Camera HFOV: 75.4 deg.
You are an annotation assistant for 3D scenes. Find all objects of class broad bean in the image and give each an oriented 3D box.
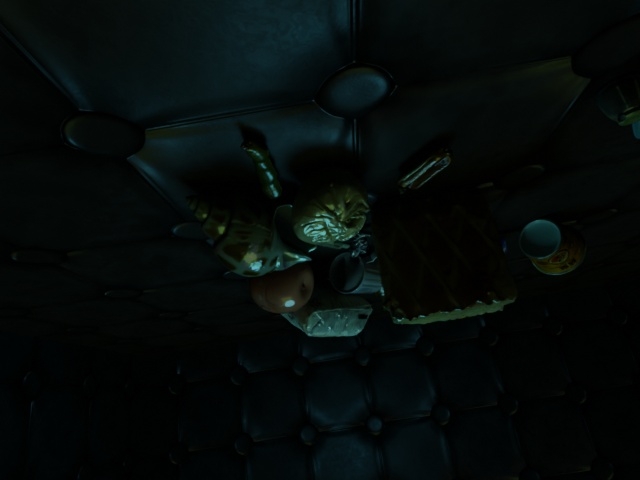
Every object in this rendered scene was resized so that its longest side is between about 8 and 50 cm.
[{"bbox_3d":[-0.131,-0.164,0.967,0.052,0.052,0.256,26,165,16],"label":"broad bean"}]

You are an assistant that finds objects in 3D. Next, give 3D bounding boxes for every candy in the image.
[{"bbox_3d":[0.149,0.006,1.520,0.094,0.051,0.226,-18,161,-4],"label":"candy"}]

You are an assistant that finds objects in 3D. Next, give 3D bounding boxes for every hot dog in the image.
[{"bbox_3d":[0.264,-0.184,1.063,0.072,0.055,0.188,7,154,-29],"label":"hot dog"}]

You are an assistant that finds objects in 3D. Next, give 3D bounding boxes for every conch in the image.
[{"bbox_3d":[-0.176,-0.027,1.111,0.197,0.249,0.368,32,177,33],"label":"conch"}]

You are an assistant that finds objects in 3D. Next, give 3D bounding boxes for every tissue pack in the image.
[{"bbox_3d":[-0.022,0.263,1.743,0.390,0.195,0.376,5,-162,-43],"label":"tissue pack"}]

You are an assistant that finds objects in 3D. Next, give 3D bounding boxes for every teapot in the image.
[{"bbox_3d":[0.671,-0.298,0.882,0.124,0.090,0.092,-20,158,27],"label":"teapot"}]

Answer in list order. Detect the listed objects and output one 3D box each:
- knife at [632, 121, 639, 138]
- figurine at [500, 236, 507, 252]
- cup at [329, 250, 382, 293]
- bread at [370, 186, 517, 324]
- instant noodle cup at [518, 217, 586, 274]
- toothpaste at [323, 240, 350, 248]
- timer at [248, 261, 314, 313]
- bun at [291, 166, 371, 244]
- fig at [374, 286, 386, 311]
[{"bbox_3d":[0.797,-0.299,1.009,0.064,0.031,0.222,-26,154,29],"label":"knife"},{"bbox_3d":[0.647,0.059,1.745,0.262,0.120,0.164,-15,162,22],"label":"figurine"},{"bbox_3d":[0.180,0.136,1.699,0.221,0.166,0.202,-13,164,35],"label":"cup"},{"bbox_3d":[0.362,0.067,1.306,0.372,0.389,0.279,-14,153,11],"label":"bread"},{"bbox_3d":[0.905,0.014,1.640,0.172,0.215,0.216,21,145,-37],"label":"instant noodle cup"},{"bbox_3d":[0.000,0.000,1.457,0.256,0.037,0.067,10,158,-34],"label":"toothpaste"},{"bbox_3d":[-0.144,0.151,1.513,0.215,0.229,0.230,4,167,28],"label":"timer"},{"bbox_3d":[0.036,-0.077,1.073,0.229,0.145,0.229,-35,142,-32],"label":"bun"},{"bbox_3d":[0.274,0.200,1.879,0.142,0.186,0.148,20,141,-21],"label":"fig"}]
